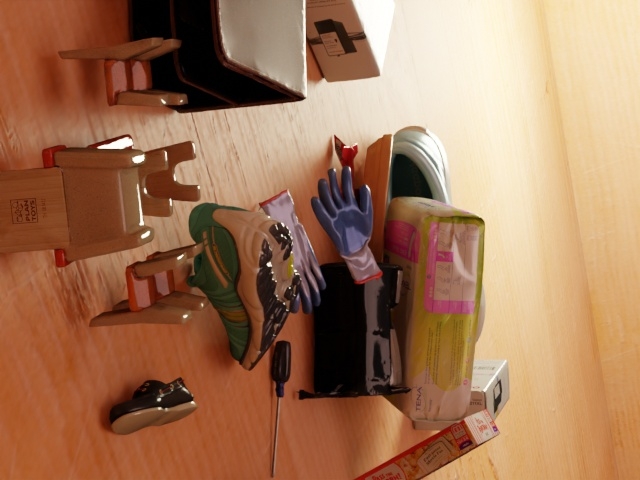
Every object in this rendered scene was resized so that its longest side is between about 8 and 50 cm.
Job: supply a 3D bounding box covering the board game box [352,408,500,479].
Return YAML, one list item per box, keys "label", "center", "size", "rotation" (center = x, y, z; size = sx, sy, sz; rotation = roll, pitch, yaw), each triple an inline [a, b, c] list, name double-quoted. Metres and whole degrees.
- label: "board game box"
  center: [0.151, 0.312, 2.161]
  size: [0.045, 0.193, 0.147]
  rotation: [61, 16, 10]

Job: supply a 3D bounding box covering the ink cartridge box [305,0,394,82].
- label: "ink cartridge box"
  center: [0.029, -0.342, 2.076]
  size: [0.208, 0.086, 0.153]
  rotation: [64, 30, -49]

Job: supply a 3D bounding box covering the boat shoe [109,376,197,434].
- label: "boat shoe"
  center: [-0.172, 0.163, 1.501]
  size: [0.042, 0.049, 0.133]
  rotation: [61, 24, 11]

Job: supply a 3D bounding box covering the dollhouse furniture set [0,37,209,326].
- label: "dollhouse furniture set"
  center: [-0.202, -0.047, 1.379]
  size: [0.259, 0.135, 0.262]
  rotation: [-44, 129, -79]

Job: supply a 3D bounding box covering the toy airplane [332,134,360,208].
- label: "toy airplane"
  center: [0.040, -0.077, 2.151]
  size: [0.151, 0.028, 0.151]
  rotation: [-3, 90, -69]

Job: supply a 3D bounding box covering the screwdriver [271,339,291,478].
- label: "screwdriver"
  center: [-0.049, 0.207, 1.862]
  size: [0.024, 0.025, 0.170]
  rotation: [28, 60, -67]

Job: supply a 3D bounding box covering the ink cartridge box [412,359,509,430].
- label: "ink cartridge box"
  center: [0.231, 0.254, 2.491]
  size: [0.175, 0.127, 0.072]
  rotation: [-34, 122, -67]

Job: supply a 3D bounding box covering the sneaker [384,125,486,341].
- label: "sneaker"
  center: [0.153, 0.011, 2.323]
  size: [0.150, 0.135, 0.366]
  rotation: [-27, 101, -68]

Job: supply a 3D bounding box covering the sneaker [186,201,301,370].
- label: "sneaker"
  center: [-0.088, 0.045, 1.663]
  size: [0.107, 0.110, 0.275]
  rotation: [-59, 162, -30]

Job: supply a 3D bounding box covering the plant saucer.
- label: "plant saucer"
  center: [0.078, -0.055, 2.173]
  size: [0.200, 0.037, 0.200]
  rotation: [6, 90, -88]

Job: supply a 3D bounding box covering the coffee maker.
- label: "coffee maker"
  center: [0.045, 0.117, 1.999]
  size: [0.171, 0.120, 0.178]
  rotation: [7, 80, -69]

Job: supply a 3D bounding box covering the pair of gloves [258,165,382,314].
- label: "pair of gloves"
  center: [0.000, 0.000, 1.903]
  size: [0.198, 0.023, 0.159]
  rotation: [-25, 100, -37]

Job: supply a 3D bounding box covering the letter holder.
- label: "letter holder"
  center: [-0.124, -0.303, 1.552]
  size: [0.214, 0.152, 0.302]
  rotation: [16, 72, -67]

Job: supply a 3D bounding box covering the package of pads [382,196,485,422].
- label: "package of pads"
  center: [0.151, 0.095, 2.137]
  size: [0.229, 0.101, 0.297]
  rotation: [-149, -117, -78]
